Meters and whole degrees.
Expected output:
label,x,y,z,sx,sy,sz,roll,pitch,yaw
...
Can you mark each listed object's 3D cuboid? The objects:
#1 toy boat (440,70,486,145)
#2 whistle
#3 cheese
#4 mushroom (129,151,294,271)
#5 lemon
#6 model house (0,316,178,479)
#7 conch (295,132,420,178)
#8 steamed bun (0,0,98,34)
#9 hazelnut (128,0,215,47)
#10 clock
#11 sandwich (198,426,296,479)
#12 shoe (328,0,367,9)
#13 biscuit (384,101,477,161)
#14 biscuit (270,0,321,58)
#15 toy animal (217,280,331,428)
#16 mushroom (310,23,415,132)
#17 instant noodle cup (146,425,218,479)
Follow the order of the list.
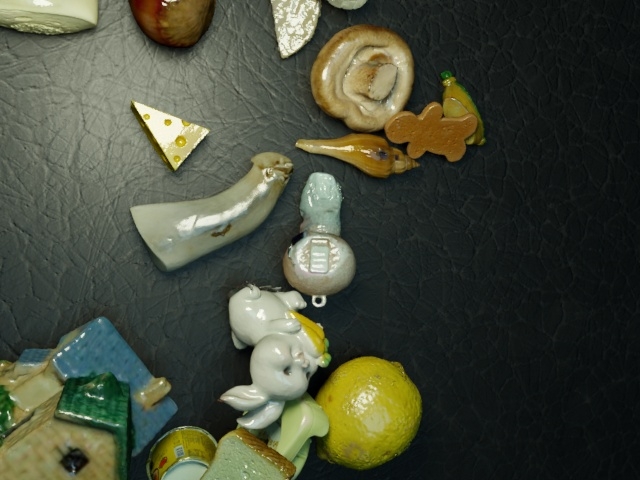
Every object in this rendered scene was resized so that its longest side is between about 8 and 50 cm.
label,x,y,z,sx,sy,sz,roll,pitch,yaw
toy boat,0.381,-0.346,1.642,0.229,0.089,0.088,58,40,-15
whistle,0.000,0.000,1.525,0.189,0.189,0.347,8,70,-18
cheese,-0.363,-0.259,1.401,0.171,0.093,0.126,41,83,-15
mushroom,-0.232,-0.074,1.444,0.397,0.126,0.177,-24,93,-11
lemon,0.111,0.434,1.526,0.310,0.258,0.258,-42,105,-11
model house,-0.507,0.355,1.253,0.343,0.382,0.334,-34,106,-7
conch,0.102,-0.223,1.550,0.331,0.093,0.109,10,91,-18
steamed bun,-0.598,-0.541,1.270,0.250,0.155,0.199,-4,96,-20
hazelnut,-0.339,-0.534,1.348,0.208,0.208,0.208,-1,95,-17
clock,-0.124,0.496,1.473,0.096,0.235,0.308,33,89,-32
sandwich,-0.174,0.543,1.340,0.186,0.065,0.214,33,93,16
shoe,0.041,-0.659,1.486,0.227,0.099,0.125,42,53,6
biscuit,0.280,-0.284,1.576,0.250,0.036,0.165,3,131,-20
biscuit,-0.065,-0.578,1.476,0.133,0.032,0.249,-12,98,9
toy animal,-0.117,0.257,1.419,0.247,0.183,0.309,-24,60,10
mushroom,0.109,-0.396,1.510,0.278,0.146,0.278,-11,114,-25
instant noodle cup,-0.319,0.556,1.455,0.182,0.144,0.182,-2,95,-17
